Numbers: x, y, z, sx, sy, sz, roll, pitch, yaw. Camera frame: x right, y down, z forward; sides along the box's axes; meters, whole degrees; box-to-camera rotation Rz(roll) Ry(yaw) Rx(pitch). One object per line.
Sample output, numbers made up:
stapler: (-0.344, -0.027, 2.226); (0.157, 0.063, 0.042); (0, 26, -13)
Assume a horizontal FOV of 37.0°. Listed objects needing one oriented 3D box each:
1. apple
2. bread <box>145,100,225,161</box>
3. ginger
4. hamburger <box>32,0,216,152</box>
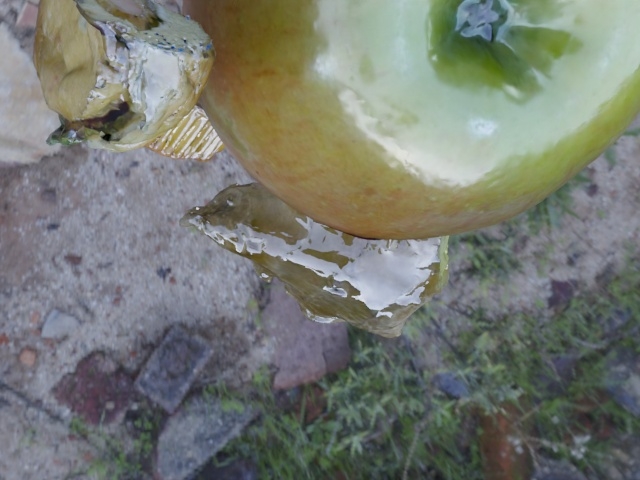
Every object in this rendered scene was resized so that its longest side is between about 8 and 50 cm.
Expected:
apple: (0.079, -0.156, 0.667); (0.338, 0.305, 0.339); (-7, 107, -25)
bread: (-0.176, -0.177, 1.102); (0.199, 0.199, 0.104); (28, 121, -22)
ginger: (0.000, 0.000, 0.961); (0.270, 0.123, 0.219); (15, 135, 5)
hamburger: (-0.117, -0.095, 0.560); (0.087, 0.176, 0.102); (1, 116, -30)
